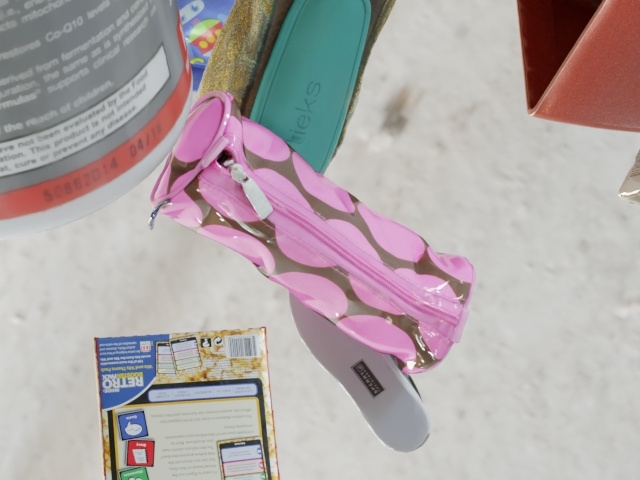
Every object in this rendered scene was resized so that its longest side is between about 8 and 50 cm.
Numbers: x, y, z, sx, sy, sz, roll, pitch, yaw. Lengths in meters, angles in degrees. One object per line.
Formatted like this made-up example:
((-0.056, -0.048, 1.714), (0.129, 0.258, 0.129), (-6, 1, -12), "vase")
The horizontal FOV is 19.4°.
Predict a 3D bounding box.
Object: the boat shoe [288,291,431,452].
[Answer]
((0.024, 0.072, 1.197), (0.049, 0.142, 0.040), (-30, 4, 6), "boat shoe")

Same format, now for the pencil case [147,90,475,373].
((0.000, 0.000, 1.111), (0.095, 0.209, 0.098), (-64, 20, -15), "pencil case")

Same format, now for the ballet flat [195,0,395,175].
((0.007, -0.195, 1.242), (0.348, 0.123, 0.123), (-66, 29, 15), "ballet flat")

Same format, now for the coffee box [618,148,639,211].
((0.404, -0.062, 1.577), (0.118, 0.168, 0.297), (-62, 13, -13), "coffee box")

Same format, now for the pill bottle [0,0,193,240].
((-0.195, -0.194, 0.947), (0.210, 0.363, 0.210), (-5, 42, 5), "pill bottle")

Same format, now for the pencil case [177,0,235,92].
((-0.036, -0.236, 1.648), (0.306, 0.133, 0.119), (-33, 8, 37), "pencil case")

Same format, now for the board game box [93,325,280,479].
((-0.109, 0.172, 1.546), (0.045, 0.147, 0.193), (107, 159, -68), "board game box")

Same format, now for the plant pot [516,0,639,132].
((0.372, -0.263, 1.938), (0.267, 0.236, 0.267), (-88, 22, -49), "plant pot")
